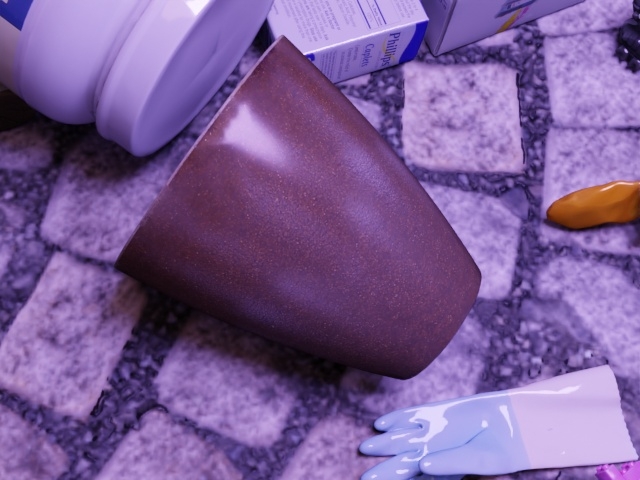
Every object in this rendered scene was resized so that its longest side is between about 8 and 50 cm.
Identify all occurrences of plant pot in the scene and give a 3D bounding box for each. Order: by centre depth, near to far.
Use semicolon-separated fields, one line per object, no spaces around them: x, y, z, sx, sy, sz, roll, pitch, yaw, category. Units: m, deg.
0.000;0.000;0.696;0.230;0.215;0.215;36;71;-7;plant pot

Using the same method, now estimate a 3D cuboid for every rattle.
0.303;0.028;0.744;0.143;0.130;0.199;-20;82;-12;rattle

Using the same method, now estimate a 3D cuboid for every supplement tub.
-0.213;-0.239;0.704;0.325;0.235;0.235;37;72;1;supplement tub

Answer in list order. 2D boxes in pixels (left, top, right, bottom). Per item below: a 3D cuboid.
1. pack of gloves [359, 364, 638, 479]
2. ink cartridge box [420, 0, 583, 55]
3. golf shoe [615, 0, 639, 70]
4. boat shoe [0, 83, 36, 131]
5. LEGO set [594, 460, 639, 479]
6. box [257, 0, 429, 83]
0.152;0.209;0.700;0.232;0.046;0.195;-11;71;-8;pack of gloves
0.162;-0.277;0.830;0.176;0.127;0.128;-22;74;-12;ink cartridge box
0.404;-0.147;0.818;0.120;0.105;0.273;-37;77;-23;golf shoe
-0.359;-0.123;0.767;0.223;0.080;0.073;-9;66;-13;boat shoe
0.310;0.136;0.703;0.227;0.087;0.093;-33;78;-21;LEGO set
0.010;-0.214;0.826;0.137;0.072;0.126;-18;72;-10;box
